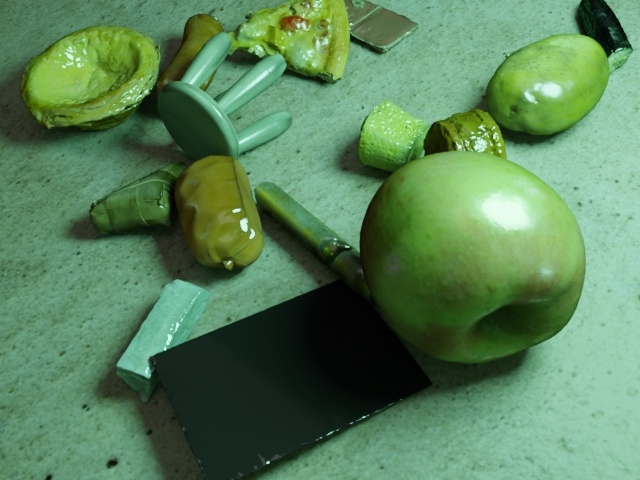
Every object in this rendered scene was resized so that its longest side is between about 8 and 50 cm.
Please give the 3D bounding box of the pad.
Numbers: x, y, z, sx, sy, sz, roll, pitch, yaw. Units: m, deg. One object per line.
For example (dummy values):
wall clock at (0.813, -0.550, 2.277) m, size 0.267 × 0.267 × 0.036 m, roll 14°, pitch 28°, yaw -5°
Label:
pad at (-0.047, 0.201, 1.121) m, size 0.367 × 0.007 × 0.247 m, roll -21°, pitch 53°, yaw -21°

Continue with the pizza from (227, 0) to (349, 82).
pizza at (-0.076, -0.443, 1.576) m, size 0.288 × 0.075 × 0.280 m, roll -9°, pitch 68°, yaw -5°

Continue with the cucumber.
cucumber at (0.595, -0.446, 1.536) m, size 0.074 × 0.074 × 0.241 m, roll -4°, pitch 51°, yaw 4°

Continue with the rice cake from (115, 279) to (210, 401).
rice cake at (-0.258, 0.153, 1.185) m, size 0.069 × 0.063 × 0.206 m, roll 21°, pitch 57°, yaw 15°

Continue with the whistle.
whistle at (-0.001, 0.001, 1.270) m, size 0.326 × 0.068 × 0.057 m, roll 40°, pitch 88°, yaw 32°

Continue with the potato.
potato at (0.432, -0.294, 1.390) m, size 0.197 × 0.148 × 0.228 m, roll 30°, pitch 62°, yaw 11°

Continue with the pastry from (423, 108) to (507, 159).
pastry at (0.251, -0.128, 1.265) m, size 0.103 × 0.188 × 0.188 m, roll -11°, pitch 52°, yaw -8°

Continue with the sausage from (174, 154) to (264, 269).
sausage at (-0.179, -0.048, 1.296) m, size 0.136 × 0.120 × 0.241 m, roll -27°, pitch 53°, yaw 4°

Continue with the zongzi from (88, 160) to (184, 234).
zongzi at (-0.347, -0.090, 1.381) m, size 0.160 × 0.078 × 0.176 m, roll -5°, pitch 42°, yaw 3°

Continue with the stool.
stool at (-0.182, -0.268, 1.418) m, size 0.195 × 0.195 × 0.198 m, roll 29°, pitch 60°, yaw 26°

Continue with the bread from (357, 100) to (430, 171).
bread at (0.133, -0.187, 1.370) m, size 0.114 × 0.111 × 0.129 m, roll 24°, pitch 57°, yaw 18°

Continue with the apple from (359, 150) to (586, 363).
apple at (0.214, 0.018, 1.076) m, size 0.319 × 0.319 × 0.277 m, roll -15°, pitch 49°, yaw -4°

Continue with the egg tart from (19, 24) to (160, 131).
egg tart at (-0.480, -0.330, 1.552) m, size 0.315 × 0.120 × 0.315 m, roll -5°, pitch 53°, yaw 6°

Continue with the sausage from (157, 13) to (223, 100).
sausage at (-0.278, -0.378, 1.576) m, size 0.109 × 0.109 × 0.270 m, roll 7°, pitch 53°, yaw 12°

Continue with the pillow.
pillow at (0.099, -0.502, 1.658) m, size 0.232 × 0.043 × 0.126 m, roll 33°, pitch 64°, yaw 26°
